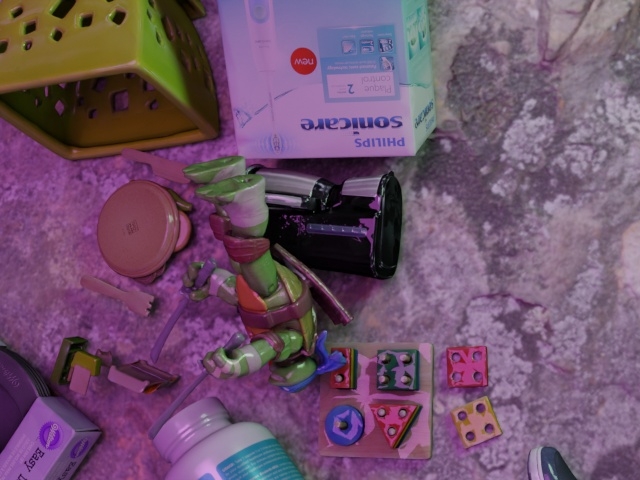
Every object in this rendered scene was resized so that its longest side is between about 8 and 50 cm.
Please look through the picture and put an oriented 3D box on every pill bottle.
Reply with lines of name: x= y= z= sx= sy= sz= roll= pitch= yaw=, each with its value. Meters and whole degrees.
pill bottle: x=-0.079 y=0.305 z=1.410 sx=0.146 sy=0.146 sz=0.264 roll=-40 pitch=71 yaw=8

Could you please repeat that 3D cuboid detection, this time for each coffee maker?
coffee maker: x=0.000 y=0.000 z=1.472 sx=0.178 sy=0.120 sz=0.171 roll=7 pitch=112 yaw=20

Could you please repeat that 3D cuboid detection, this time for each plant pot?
plant pot: x=-0.265 y=-0.241 z=1.540 sx=0.228 sy=0.227 sz=0.207 roll=-8 pitch=71 yaw=18

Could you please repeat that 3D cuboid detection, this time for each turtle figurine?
turtle figurine: x=-0.118 y=0.060 z=1.362 sx=0.275 sy=0.198 sz=0.266 roll=-3 pitch=111 yaw=19

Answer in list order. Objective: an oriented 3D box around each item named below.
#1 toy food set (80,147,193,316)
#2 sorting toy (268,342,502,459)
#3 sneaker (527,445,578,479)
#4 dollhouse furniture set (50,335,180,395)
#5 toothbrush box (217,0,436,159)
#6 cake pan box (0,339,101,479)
toy food set: x=-0.221 y=-0.012 z=1.580 sx=0.132 sy=0.038 sz=0.192 roll=20 pitch=92 yaw=28
sorting toy: x=0.067 y=0.180 z=1.439 sx=0.275 sy=0.046 sz=0.132 roll=-1 pitch=80 yaw=18
sneaker: x=0.322 y=0.294 z=1.303 sx=0.163 sy=0.086 sz=0.226 roll=-28 pitch=82 yaw=23
dollhouse furniture set: x=-0.255 y=0.170 z=1.538 sx=0.152 sy=0.076 sz=0.058 roll=20 pitch=99 yaw=22
toothbrush box: x=0.006 y=-0.248 z=1.433 sx=0.216 sy=0.126 sz=0.295 roll=1 pitch=112 yaw=18
cake pan box: x=-0.431 y=0.258 z=1.570 sx=0.246 sy=0.070 sz=0.267 roll=38 pitch=98 yaw=19
